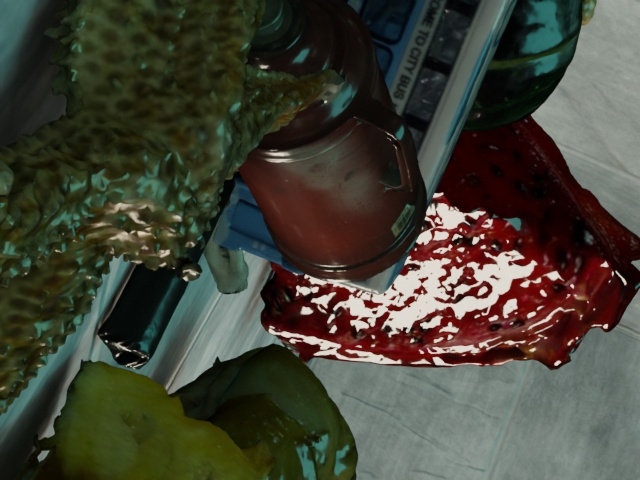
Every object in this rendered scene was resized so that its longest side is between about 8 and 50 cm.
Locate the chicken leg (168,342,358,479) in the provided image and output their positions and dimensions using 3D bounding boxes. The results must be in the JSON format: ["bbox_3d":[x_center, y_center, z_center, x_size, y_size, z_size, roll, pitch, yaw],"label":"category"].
[{"bbox_3d":[-0.085,0.183,1.178,0.201,0.153,0.429,-50,173,17],"label":"chicken leg"}]

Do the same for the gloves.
[{"bbox_3d":[-0.061,0.010,1.153,0.044,0.037,0.081,-135,-134,-56],"label":"gloves"}]

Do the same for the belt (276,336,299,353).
[{"bbox_3d":[0.000,0.000,1.747,0.053,0.071,0.232,77,34,-73],"label":"belt"}]

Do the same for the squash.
[{"bbox_3d":[0.101,-0.177,1.175,0.218,0.172,0.218,-163,-90,-81],"label":"squash"}]

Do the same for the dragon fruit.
[{"bbox_3d":[0.133,-0.013,1.641,0.228,0.329,0.286,-71,180,-49],"label":"dragon fruit"}]

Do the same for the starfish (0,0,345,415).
[{"bbox_3d":[-0.058,-0.036,0.622,0.301,0.084,0.293,102,14,-54],"label":"starfish"}]

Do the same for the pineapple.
[{"bbox_3d":[-0.118,0.163,0.815,0.236,0.114,0.186,-60,174,-27],"label":"pineapple"}]

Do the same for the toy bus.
[{"bbox_3d":[0.038,-0.118,1.044,0.106,0.131,0.297,-56,168,-64],"label":"toy bus"}]

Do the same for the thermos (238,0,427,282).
[{"bbox_3d":[-0.003,-0.060,0.881,0.099,0.124,0.232,-56,159,-13],"label":"thermos"}]

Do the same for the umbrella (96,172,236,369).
[{"bbox_3d":[-0.082,0.008,0.939,0.036,0.031,0.133,104,10,-64],"label":"umbrella"}]
